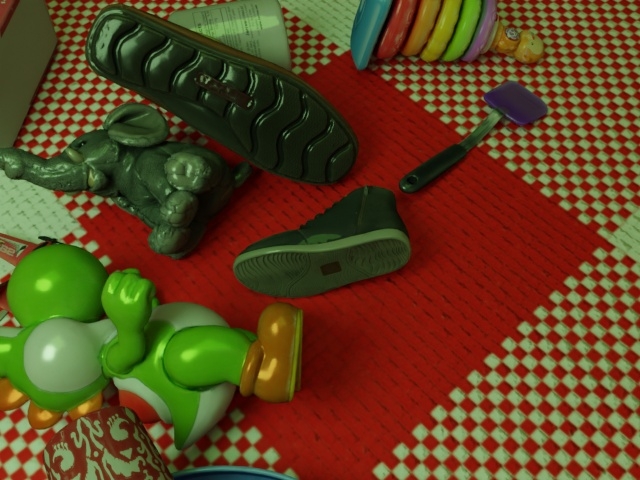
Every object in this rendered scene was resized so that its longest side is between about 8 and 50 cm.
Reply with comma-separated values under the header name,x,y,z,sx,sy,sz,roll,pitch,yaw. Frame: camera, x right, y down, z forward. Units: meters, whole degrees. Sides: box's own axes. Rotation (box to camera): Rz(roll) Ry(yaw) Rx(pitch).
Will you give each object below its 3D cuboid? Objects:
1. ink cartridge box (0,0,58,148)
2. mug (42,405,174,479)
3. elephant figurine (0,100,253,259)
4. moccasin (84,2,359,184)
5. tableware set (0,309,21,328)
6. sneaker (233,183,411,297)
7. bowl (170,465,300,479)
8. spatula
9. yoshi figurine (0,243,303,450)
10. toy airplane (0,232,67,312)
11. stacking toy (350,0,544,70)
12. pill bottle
name,x,y,z,sx,sy,sz,roll,pitch,yaw
ink cartridge box,-0.630,-0.280,0.946,0.385,0.160,0.279,8,61,-1
mug,-0.188,0.249,0.567,0.150,0.113,0.169,-27,58,-17
elephant figurine,-0.245,-0.096,0.839,0.239,0.186,0.169,29,87,11
moccasin,-0.123,-0.190,0.884,0.380,0.139,0.147,20,16,-9
tableware set,-0.395,0.078,0.819,0.154,0.024,0.104,27,62,18
sneaker,0.000,0.000,0.840,0.222,0.083,0.118,-9,39,4
bowl,-0.092,0.406,0.573,0.391,0.077,0.391,-1,58,1
spatula,0.221,-0.149,0.943,0.296,0.030,0.084,-38,67,-21
yoshi figurine,-0.200,0.084,0.718,0.362,0.203,0.203,1,33,1
toy airplane,-0.375,0.039,0.820,0.151,0.028,0.151,13,36,-10
stacking toy,0.211,-0.335,1.011,0.302,0.165,0.175,15,57,-6
pill bottle,-0.167,-0.283,0.978,0.229,0.131,0.131,-12,58,-6
